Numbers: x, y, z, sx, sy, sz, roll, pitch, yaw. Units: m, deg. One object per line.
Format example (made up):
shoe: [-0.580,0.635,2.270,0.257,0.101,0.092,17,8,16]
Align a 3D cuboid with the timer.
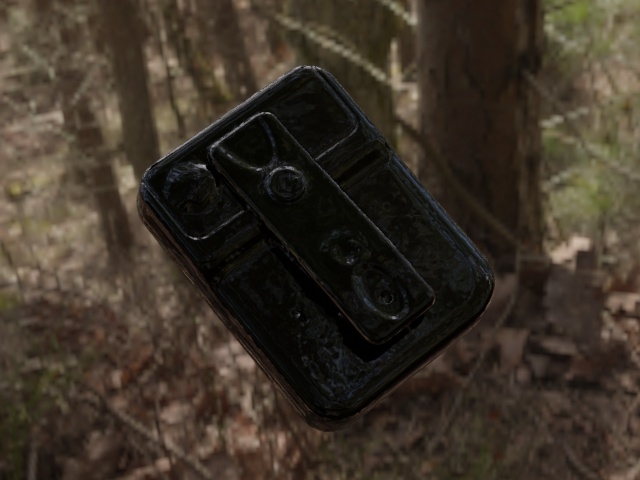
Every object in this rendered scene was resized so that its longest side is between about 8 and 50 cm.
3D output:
timer: [0.000,0.000,0.927,0.144,0.055,0.187,-36,78,-20]
